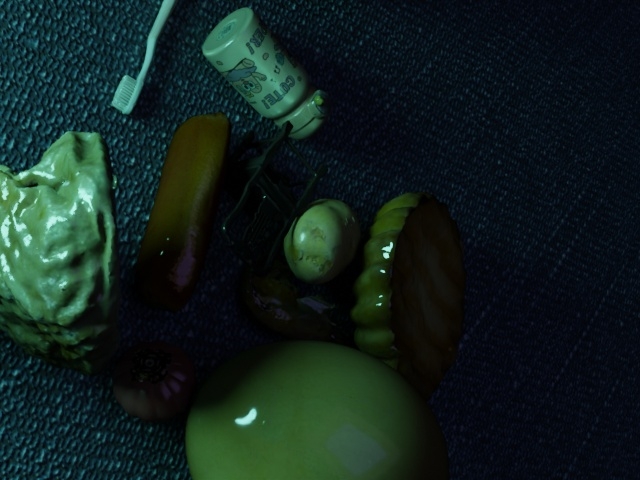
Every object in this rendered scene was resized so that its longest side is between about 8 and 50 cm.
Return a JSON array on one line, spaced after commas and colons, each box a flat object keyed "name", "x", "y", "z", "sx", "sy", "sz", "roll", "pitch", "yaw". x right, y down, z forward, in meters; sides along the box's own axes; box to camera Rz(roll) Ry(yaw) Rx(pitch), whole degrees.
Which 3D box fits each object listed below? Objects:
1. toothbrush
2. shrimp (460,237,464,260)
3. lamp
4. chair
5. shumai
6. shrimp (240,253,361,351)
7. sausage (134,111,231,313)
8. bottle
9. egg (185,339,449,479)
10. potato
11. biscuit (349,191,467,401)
[{"name": "toothbrush", "x": -0.227, "y": -0.303, "z": 1.605, "sx": 0.030, "sy": 0.025, "sz": 0.307, "roll": 33, "pitch": 59, "yaw": -27}, {"name": "shrimp", "x": 0.191, "y": 0.008, "z": 1.960, "sx": 0.162, "sy": 0.045, "sz": 0.095, "roll": 38, "pitch": 77, "yaw": -39}, {"name": "lamp", "x": -0.210, "y": 0.178, "z": 1.457, "sx": 0.092, "sy": 0.108, "sz": 0.107, "roll": 88, "pitch": 22, "yaw": -56}, {"name": "chair", "x": -0.093, "y": -0.052, "z": 1.621, "sx": 0.106, "sy": 0.113, "sz": 0.229, "roll": 50, "pitch": 53, "yaw": -25}, {"name": "shumai", "x": -0.358, "y": 0.033, "z": 1.280, "sx": 0.263, "sy": 0.314, "sz": 0.267, "roll": -5, "pitch": 46, "yaw": -13}, {"name": "shrimp", "x": -0.008, "y": 0.099, "z": 1.709, "sx": 0.262, "sy": 0.066, "sz": 0.117, "roll": 23, "pitch": 65, "yaw": -42}, {"name": "sausage", "x": -0.182, "y": -0.046, "z": 1.547, "sx": 0.083, "sy": 0.089, "sz": 0.300, "roll": 24, "pitch": 64, "yaw": -31}, {"name": "bottle", "x": -0.067, "y": -0.239, "z": 1.692, "sx": 0.209, "sy": 0.110, "sz": 0.097, "roll": 45, "pitch": 53, "yaw": -29}, {"name": "egg", "x": -0.002, "y": 0.282, "z": 1.500, "sx": 0.374, "sy": 0.301, "sz": 0.301, "roll": 35, "pitch": 58, "yaw": -36}, {"name": "potato", "x": 0.000, "y": 0.000, "z": 1.687, "sx": 0.109, "sy": 0.118, "sz": 0.178, "roll": 36, "pitch": 18, "yaw": 5}, {"name": "biscuit", "x": 0.135, "y": 0.085, "z": 1.791, "sx": 0.326, "sy": 0.107, "sz": 0.325, "roll": -12, "pitch": 104, "yaw": -62}]
